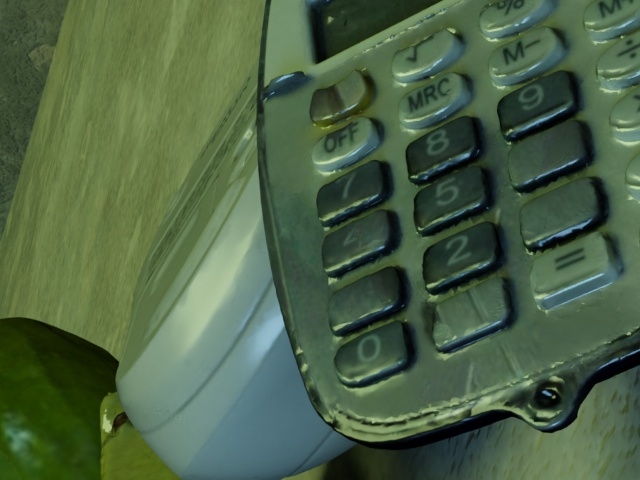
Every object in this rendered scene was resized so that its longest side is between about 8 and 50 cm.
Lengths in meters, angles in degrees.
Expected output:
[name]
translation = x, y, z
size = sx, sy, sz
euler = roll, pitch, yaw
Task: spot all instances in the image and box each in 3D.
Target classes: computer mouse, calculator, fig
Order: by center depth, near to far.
[calculator]
translation = 0.057, -0.048, 0.577
size = 0.177, 0.040, 0.268
euler = -24, 44, 23
[computer mouse]
translation = 0.000, 0.000, 0.770
size = 0.184, 0.121, 0.297
euler = -61, 7, 12
[fig]
translation = -0.187, 0.181, 1.097
size = 0.314, 0.233, 0.233
euler = -111, 36, -74

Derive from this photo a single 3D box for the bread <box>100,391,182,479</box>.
[bread]
translation = -0.034, 0.178, 0.726
size = 0.361, 0.077, 0.138
euler = -117, 7, -68
